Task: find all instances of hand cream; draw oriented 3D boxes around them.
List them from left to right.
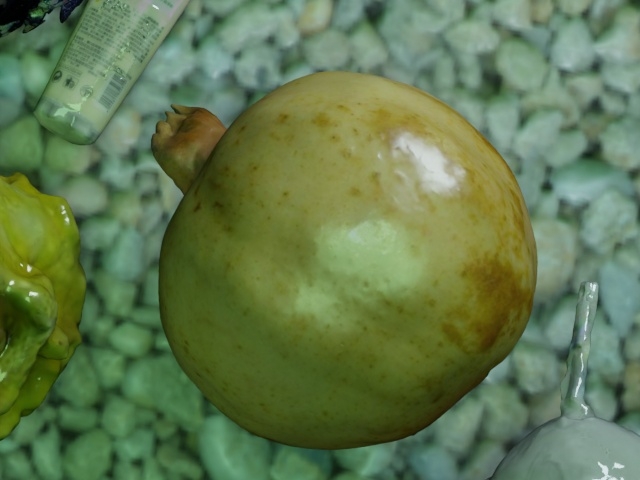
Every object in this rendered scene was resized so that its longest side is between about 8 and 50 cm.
[{"bbox_3d":[-0.115,-0.121,1.020,0.061,0.039,0.143,30,84,4],"label":"hand cream"}]

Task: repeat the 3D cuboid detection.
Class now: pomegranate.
[{"bbox_3d":[0.013,0.011,0.951,0.207,0.207,0.207,0,95,-2],"label":"pomegranate"}]

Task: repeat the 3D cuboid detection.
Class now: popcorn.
[{"bbox_3d":[-0.220,0.034,0.968,0.197,0.155,0.198,1,86,-12],"label":"popcorn"}]

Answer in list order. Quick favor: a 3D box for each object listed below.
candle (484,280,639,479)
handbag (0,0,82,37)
[{"bbox_3d":[0.150,0.192,0.982,0.187,0.187,0.330,-7,93,-1],"label":"candle"},{"bbox_3d":[-0.208,-0.211,0.932,0.228,0.127,0.208,30,128,-8],"label":"handbag"}]
